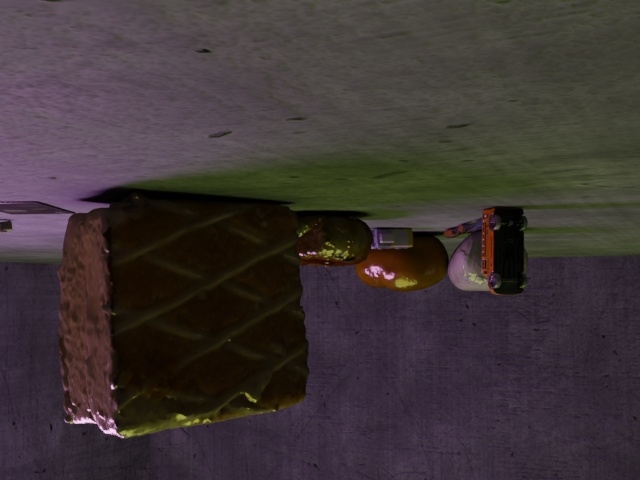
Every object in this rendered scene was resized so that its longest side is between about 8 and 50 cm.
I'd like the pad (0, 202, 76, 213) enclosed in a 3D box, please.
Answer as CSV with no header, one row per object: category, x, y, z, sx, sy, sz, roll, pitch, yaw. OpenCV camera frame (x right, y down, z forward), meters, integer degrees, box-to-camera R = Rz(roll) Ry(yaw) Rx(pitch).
pad,-0.532,-0.057,1.450,0.127,0.004,0.190,0,176,3

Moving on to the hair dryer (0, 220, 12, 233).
hair dryer,-0.835,-0.005,1.658,0.296,0.119,0.298,4,-167,39

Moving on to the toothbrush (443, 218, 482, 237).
toothbrush,0.329,-0.026,1.853,0.031,0.023,0.321,8,175,-9

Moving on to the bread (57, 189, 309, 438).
bread,-0.236,0.116,1.374,0.390,0.371,0.279,-2,174,-43

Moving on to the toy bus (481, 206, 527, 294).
toy bus,0.340,0.020,1.518,0.069,0.162,0.074,1,179,-20

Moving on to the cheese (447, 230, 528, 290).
cheese,0.421,0.052,2.036,0.189,0.154,0.198,7,172,1

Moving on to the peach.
peach,0.217,0.056,2.151,0.251,0.153,0.251,4,180,0

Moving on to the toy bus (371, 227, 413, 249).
toy bus,0.168,-0.004,1.953,0.102,0.052,0.058,-1,174,-18

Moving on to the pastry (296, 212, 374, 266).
pastry,0.000,0.000,1.638,0.218,0.100,0.229,-2,175,20
